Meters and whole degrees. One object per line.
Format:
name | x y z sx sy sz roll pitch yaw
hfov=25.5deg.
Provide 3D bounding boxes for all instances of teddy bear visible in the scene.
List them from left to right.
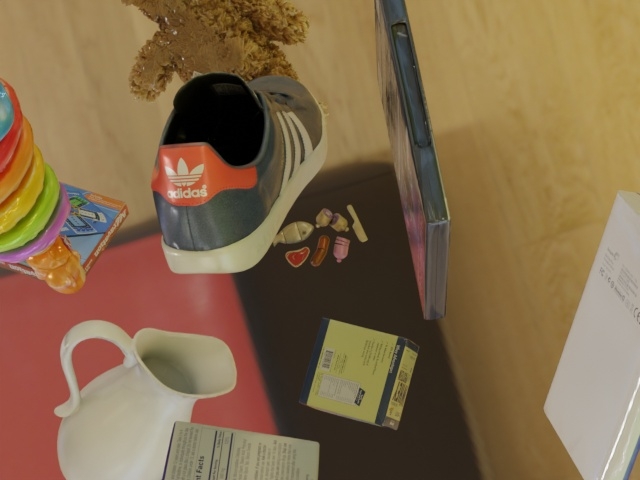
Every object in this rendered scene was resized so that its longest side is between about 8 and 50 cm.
teddy bear | -0.126 -0.239 1.818 0.338 0.113 0.245 44 114 5

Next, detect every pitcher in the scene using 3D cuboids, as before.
pitcher | -0.211 0.170 1.458 0.207 0.178 0.125 -51 26 33

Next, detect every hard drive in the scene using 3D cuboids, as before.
hard drive | 0.366 0.126 1.732 0.210 0.040 0.318 -112 33 -62

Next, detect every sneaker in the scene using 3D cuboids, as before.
sneaker | -0.076 -0.112 1.366 0.131 0.350 0.148 -5 119 11

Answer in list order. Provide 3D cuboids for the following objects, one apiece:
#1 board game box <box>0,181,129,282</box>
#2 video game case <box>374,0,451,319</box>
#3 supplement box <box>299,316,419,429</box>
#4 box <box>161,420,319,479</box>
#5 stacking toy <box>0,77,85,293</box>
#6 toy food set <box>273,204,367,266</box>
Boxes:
board game box | -0.416 -0.030 1.920 0.281 0.145 0.027 17 148 20
video game case | 0.082 -0.090 1.296 0.196 0.026 0.274 83 177 -62
supplement box | 0.036 0.123 1.300 0.083 0.056 0.083 13 82 18
box | -0.074 0.234 1.249 0.137 0.126 0.072 9 122 -3
stacking toy | -0.320 -0.037 1.428 0.175 0.166 0.302 45 173 44
toy food set | 0.000 0.000 1.952 0.078 0.122 0.019 64 176 1
